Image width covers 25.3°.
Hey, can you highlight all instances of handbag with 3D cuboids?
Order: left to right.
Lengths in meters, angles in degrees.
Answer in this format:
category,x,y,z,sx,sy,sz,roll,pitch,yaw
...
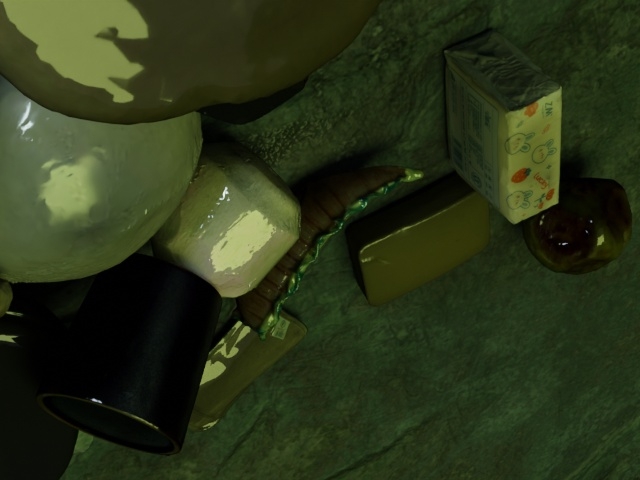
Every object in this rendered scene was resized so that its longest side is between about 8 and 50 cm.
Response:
category,x,y,z,sx,sy,sz,roll,pitch,yaw
handbag,-0.400,0.190,1.630,0.253,0.093,0.308,1,123,-20

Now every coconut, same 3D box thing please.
category,x,y,z,sx,sy,sz,roll,pitch,yaw
coconut,-0.121,-0.017,1.614,0.183,0.171,0.171,-44,141,5

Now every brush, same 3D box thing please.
category,x,y,z,sx,sy,sz,roll,pitch,yaw
brush,0.130,-0.003,1.894,0.197,0.059,0.123,-27,137,-14

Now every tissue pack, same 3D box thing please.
category,x,y,z,sx,sy,sz,roll,pitch,yaw
tissue pack,0.226,-0.141,1.758,0.092,0.148,0.196,-28,140,-15

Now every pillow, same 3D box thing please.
category,x,y,z,sx,sy,sz,roll,pitch,yaw
pillow,-0.119,0.169,1.896,0.217,0.033,0.130,-44,138,9

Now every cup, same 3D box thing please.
category,x,y,z,sx,sy,sz,roll,pitch,yaw
cup,-0.217,0.130,1.590,0.166,0.177,0.239,25,157,-16

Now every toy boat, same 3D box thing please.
category,x,y,z,sx,sy,sz,roll,pitch,yaw
toy boat,-0.006,-0.009,1.755,0.099,0.108,0.293,42,93,-19

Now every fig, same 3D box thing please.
category,x,y,z,sx,sy,sz,roll,pitch,yaw
fig,0.356,-0.017,1.983,0.154,0.144,0.166,-46,164,-17

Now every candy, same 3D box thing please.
category,x,y,z,sx,sy,sz,roll,pitch,yaw
candy,-0.248,-0.073,1.445,0.295,0.185,0.296,-16,132,-19

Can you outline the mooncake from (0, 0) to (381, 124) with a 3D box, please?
category,x,y,z,sx,sy,sz,roll,pitch,yaw
mooncake,-0.144,-0.335,1.134,0.467,0.262,0.467,-13,117,-27

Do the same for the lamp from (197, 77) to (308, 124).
category,x,y,z,sx,sy,sz,roll,pitch,yaw
lamp,-0.047,-0.253,1.443,0.203,0.124,0.283,20,71,-43

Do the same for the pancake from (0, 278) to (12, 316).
category,x,y,z,sx,sy,sz,roll,pitch,yaw
pancake,-0.464,0.088,1.357,0.356,0.065,0.356,-16,179,0

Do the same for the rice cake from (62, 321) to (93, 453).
category,x,y,z,sx,sy,sz,roll,pitch,yaw
rice cake,-0.302,0.183,1.749,0.069,0.063,0.206,-1,128,-26
